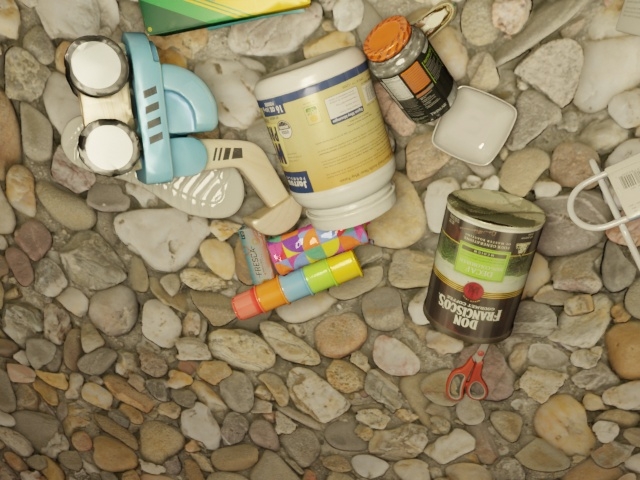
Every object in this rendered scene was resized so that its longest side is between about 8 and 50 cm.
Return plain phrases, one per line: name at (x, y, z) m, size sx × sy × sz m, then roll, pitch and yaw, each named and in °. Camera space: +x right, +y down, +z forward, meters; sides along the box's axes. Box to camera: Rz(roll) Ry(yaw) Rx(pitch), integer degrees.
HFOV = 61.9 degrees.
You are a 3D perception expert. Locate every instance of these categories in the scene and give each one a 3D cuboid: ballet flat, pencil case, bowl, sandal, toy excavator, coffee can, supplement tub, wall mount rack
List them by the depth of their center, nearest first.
wall mount rack at (0.662, -0.061, 0.975) m, size 0.349 × 0.304 × 0.130 m, roll -26°, pitch 151°, yaw 30°
supplement tub at (0.170, -0.321, 1.010) m, size 0.117 × 0.117 × 0.190 m, roll -30°, pitch 134°, yaw 23°
ballet flat at (0.189, -0.405, 1.039) m, size 0.168 × 0.052 × 0.057 m, roll -38°, pitch 101°, yaw 25°
supplement tub at (0.021, -0.201, 1.073) m, size 0.228 × 0.228 × 0.317 m, roll -13°, pitch 112°, yaw 17°
bowl at (0.313, -0.238, 1.096) m, size 0.141 × 0.053 × 0.142 m, roll 24°, pitch 117°, yaw 0°
toy excavator at (-0.264, -0.203, 1.109) m, size 0.444 × 0.222 × 0.434 m, roll -10°, pitch 103°, yaw -22°
coffee can at (0.344, 0.051, 1.148) m, size 0.201 × 0.202 × 0.276 m, roll 9°, pitch 117°, yaw 7°
pencil case at (0.000, 0.000, 1.204) m, size 0.236 × 0.104 × 0.105 m, roll -20°, pitch 111°, yaw 8°
sandal at (-0.370, -0.184, 1.232) m, size 0.416 × 0.102 × 0.170 m, roll 23°, pitch 95°, yaw -16°

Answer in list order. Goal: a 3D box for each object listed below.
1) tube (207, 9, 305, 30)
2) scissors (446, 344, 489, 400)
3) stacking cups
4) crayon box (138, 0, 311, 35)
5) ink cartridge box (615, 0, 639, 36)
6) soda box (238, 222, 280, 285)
tube at (-0.140, -0.477, 1.076) m, size 0.206 × 0.052 × 0.080 m, roll -10°, pitch 118°, yaw 11°
scissors at (0.392, 0.298, 1.359) m, size 0.108 × 0.021 × 0.297 m, roll 8°, pitch 118°, yaw 9°
stacking cups at (-0.056, 0.110, 1.270) m, size 0.316 × 0.096 × 0.096 m, roll -26°, pitch 109°, yaw 5°
crayon box at (-0.200, -0.587, 0.962) m, size 0.312 × 0.106 × 0.363 m, roll -9°, pitch 110°, yaw 6°
ink cartridge box at (0.619, -0.492, 0.781) m, size 0.160 × 0.279 × 0.385 m, roll 8°, pitch 117°, yaw 6°
soda box at (-0.146, 0.042, 1.322) m, size 0.062 × 0.058 × 0.183 m, roll -6°, pitch 114°, yaw 14°
